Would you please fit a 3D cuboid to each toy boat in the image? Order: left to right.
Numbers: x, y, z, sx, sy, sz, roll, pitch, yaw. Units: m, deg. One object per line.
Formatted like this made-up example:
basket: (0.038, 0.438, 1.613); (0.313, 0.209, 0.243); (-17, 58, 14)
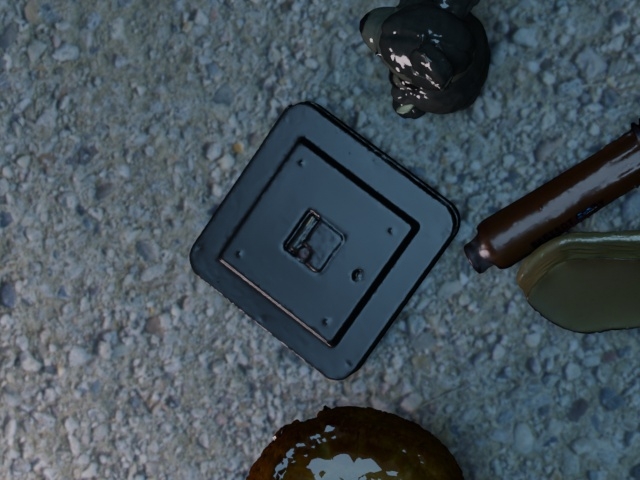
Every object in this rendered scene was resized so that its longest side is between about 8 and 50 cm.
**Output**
toy boat: (0.327, 0.051, 1.859); (0.188, 0.061, 0.116); (-5, 121, 13)

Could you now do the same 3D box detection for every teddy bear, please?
teddy bear: (0.129, -0.251, 1.853); (0.144, 0.251, 0.171); (21, 83, 13)

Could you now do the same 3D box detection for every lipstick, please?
lipstick: (0.355, -0.085, 1.865); (0.418, 0.077, 0.077); (-33, 83, 16)

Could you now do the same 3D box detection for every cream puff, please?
cream puff: (0.044, 0.346, 1.896); (0.303, 0.212, 0.303); (0, 96, 3)

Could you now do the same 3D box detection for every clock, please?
clock: (0.000, 0.000, 1.981); (0.273, 0.049, 0.279); (36, 101, 11)
